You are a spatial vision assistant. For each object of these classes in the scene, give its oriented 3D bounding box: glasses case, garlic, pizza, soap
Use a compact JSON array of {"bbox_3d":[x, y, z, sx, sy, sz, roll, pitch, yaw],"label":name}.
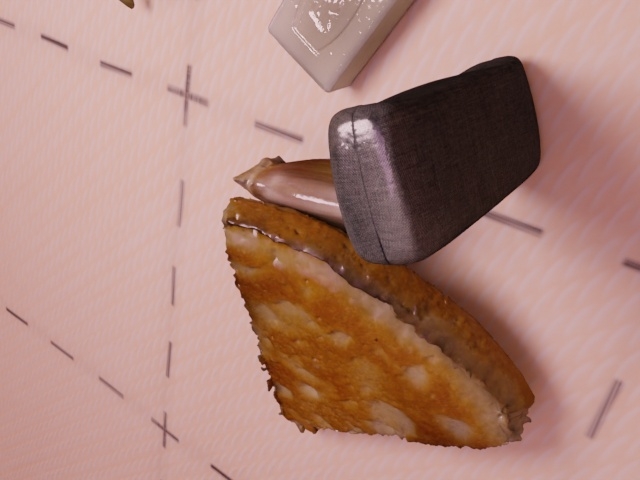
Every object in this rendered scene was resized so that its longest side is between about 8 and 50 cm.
[{"bbox_3d":[0.122,-0.086,0.620,0.074,0.323,0.131,-3,108,37],"label":"glasses case"},{"bbox_3d":[0.049,-0.044,0.808,0.267,0.148,0.128,7,124,36],"label":"garlic"},{"bbox_3d":[0.025,0.143,0.899,0.440,0.130,0.406,37,142,0],"label":"pizza"},{"bbox_3d":[0.031,-0.283,0.792,0.121,0.064,0.183,49,130,10],"label":"soap"}]

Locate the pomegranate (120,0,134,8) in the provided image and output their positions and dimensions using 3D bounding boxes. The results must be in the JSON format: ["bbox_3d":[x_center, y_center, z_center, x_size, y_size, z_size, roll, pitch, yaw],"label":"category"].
[{"bbox_3d":[-0.322,-0.458,0.867,0.291,0.291,0.323,47,129,15],"label":"pomegranate"}]
